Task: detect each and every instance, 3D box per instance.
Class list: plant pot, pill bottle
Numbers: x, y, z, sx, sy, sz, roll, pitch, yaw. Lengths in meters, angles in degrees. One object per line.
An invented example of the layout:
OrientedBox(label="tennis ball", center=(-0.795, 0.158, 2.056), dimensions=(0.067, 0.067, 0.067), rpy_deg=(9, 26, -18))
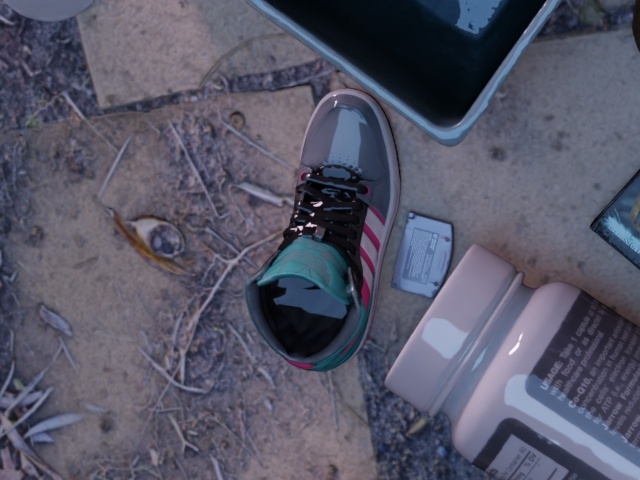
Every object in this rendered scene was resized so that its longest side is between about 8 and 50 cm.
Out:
OrientedBox(label="plant pot", center=(0.114, -0.268, 1.728), dimensions=(0.247, 0.252, 0.248), rpy_deg=(36, 106, 4))
OrientedBox(label="pill bottle", center=(0.257, 0.168, 1.798), dimensions=(0.361, 0.204, 0.204), rpy_deg=(33, 106, 6))

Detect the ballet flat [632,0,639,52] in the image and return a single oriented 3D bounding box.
OrientedBox(label="ballet flat", center=(0.366, -0.321, 1.724), dimensions=(0.116, 0.124, 0.342), rpy_deg=(18, 104, 9))

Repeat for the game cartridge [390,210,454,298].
OrientedBox(label="game cartridge", center=(0.108, 0.016, 1.905), dimensions=(0.056, 0.017, 0.083), rpy_deg=(17, 104, 14))

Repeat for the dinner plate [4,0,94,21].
OrientedBox(label="dinner plate", center=(-0.292, -0.302, 1.943), dimensions=(0.141, 0.017, 0.141), rpy_deg=(2, 100, 14))

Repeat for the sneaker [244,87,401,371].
OrientedBox(label="sneaker", center=(0.000, 0.000, 1.843), dimensions=(0.124, 0.178, 0.295), rpy_deg=(7, 101, 12))

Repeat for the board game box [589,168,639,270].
OrientedBox(label="board game box", center=(0.379, 0.000, 1.831), dimensions=(0.186, 0.026, 0.126), rpy_deg=(41, 107, 3))
